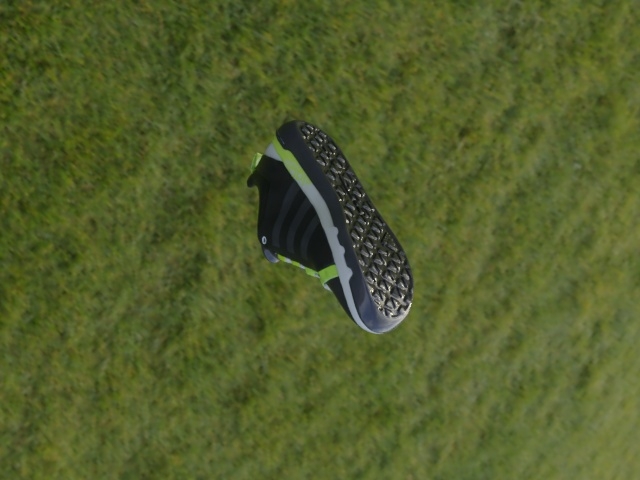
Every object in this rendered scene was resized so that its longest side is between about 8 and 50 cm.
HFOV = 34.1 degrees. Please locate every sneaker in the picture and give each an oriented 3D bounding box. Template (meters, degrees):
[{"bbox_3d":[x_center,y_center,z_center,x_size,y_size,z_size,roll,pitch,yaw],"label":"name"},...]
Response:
[{"bbox_3d":[0.000,0.000,0.894,0.084,0.235,0.097,22,123,-43],"label":"sneaker"}]
